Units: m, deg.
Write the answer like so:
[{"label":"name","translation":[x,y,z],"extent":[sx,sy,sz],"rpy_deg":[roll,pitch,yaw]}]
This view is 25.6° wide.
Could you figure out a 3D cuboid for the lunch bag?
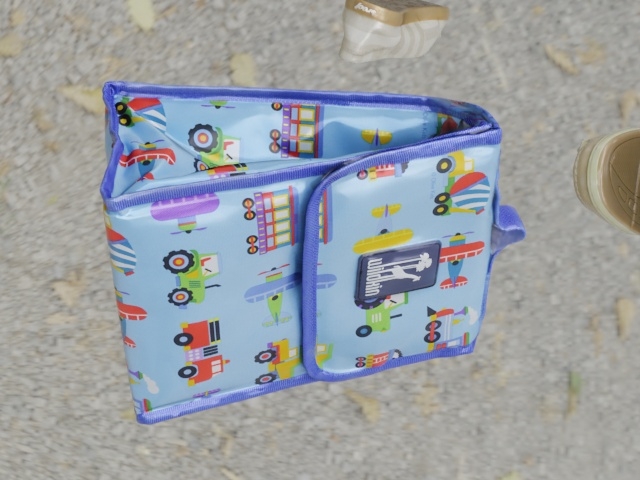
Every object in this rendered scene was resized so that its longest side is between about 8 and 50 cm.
[{"label":"lunch bag","translation":[0.000,0.000,1.022],"extent":[0.293,0.138,0.221],"rpy_deg":[-5,132,-4]}]

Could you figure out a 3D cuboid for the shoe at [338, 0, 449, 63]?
[{"label":"shoe","translation":[0.067,-0.205,1.356],"extent":[0.077,0.219,0.058],"rpy_deg":[20,106,17]}]

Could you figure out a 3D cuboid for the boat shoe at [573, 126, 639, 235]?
[{"label":"boat shoe","translation":[0.315,-0.065,1.480],"extent":[0.302,0.098,0.109],"rpy_deg":[-5,101,-60]}]
